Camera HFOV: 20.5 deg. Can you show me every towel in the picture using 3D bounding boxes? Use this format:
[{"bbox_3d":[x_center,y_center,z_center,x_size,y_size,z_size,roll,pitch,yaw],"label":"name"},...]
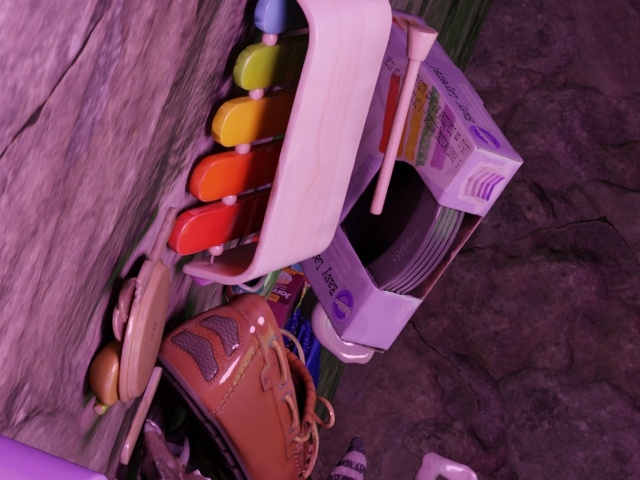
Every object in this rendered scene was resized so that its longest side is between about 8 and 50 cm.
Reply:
[{"bbox_3d":[-0.045,0.228,2.581,0.308,0.076,0.228,92,20,-70],"label":"towel"}]

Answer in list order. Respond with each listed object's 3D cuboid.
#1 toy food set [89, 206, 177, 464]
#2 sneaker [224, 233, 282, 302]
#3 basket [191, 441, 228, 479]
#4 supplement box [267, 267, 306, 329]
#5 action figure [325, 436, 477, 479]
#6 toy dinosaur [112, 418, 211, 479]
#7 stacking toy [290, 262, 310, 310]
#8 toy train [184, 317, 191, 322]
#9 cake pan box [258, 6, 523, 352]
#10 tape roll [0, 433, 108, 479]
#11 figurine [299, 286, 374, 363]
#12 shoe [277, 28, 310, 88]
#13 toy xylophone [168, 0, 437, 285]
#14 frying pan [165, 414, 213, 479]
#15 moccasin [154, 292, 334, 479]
[{"bbox_3d":[-0.154,0.072,1.422,0.132,0.038,0.192,-73,173,-54],"label":"toy food set"},{"bbox_3d":[-0.053,-0.001,1.889,0.075,0.057,0.161,108,7,-72],"label":"sneaker"},{"bbox_3d":[-0.068,0.324,2.081,0.299,0.213,0.223,55,57,-82],"label":"basket"},{"bbox_3d":[-0.056,0.066,2.092,0.083,0.055,0.043,-60,167,-59],"label":"supplement box"},{"bbox_3d":[-0.037,0.338,1.746,0.341,0.178,0.330,-29,176,39],"label":"action figure"},{"bbox_3d":[-0.171,0.317,1.642,0.160,0.121,0.313,57,49,-65],"label":"toy dinosaur"},{"bbox_3d":[0.000,0.000,2.361,0.167,0.052,0.221,-5,116,-83],"label":"stacking toy"},{"bbox_3d":[-0.120,0.118,1.779,0.036,0.027,0.158,-61,164,-18],"label":"toy train"},{"bbox_3d":[0.061,-0.061,1.726,0.246,0.070,0.267,-56,-140,26],"label":"cake pan box"},{"bbox_3d":[-0.228,0.263,1.125,0.275,0.090,0.275,21,90,-83],"label":"tape roll"},{"bbox_3d":[-0.023,0.131,2.114,0.215,0.092,0.209,-51,-167,0],"label":"figurine"},{"bbox_3d":[-0.006,-0.208,1.694,0.219,0.058,0.076,-67,154,-53],"label":"shoe"},{"bbox_3d":[-0.011,-0.100,1.558,0.236,0.081,0.323,-8,122,-57],"label":"toy xylophone"},{"bbox_3d":[-0.159,0.257,1.834,0.197,0.053,0.326,-27,117,-66],"label":"frying pan"},{"bbox_3d":[-0.059,0.159,1.763,0.147,0.139,0.380,-39,148,-11],"label":"moccasin"}]
